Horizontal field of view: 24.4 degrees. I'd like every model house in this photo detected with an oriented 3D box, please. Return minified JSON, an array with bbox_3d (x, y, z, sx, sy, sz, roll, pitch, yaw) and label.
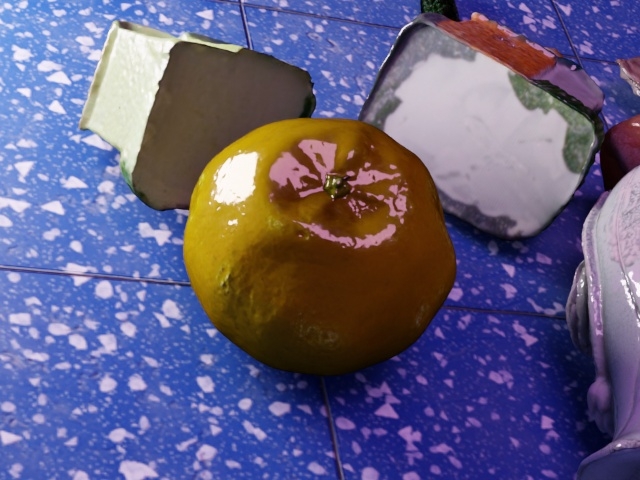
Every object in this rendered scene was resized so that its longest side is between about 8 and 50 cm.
[{"bbox_3d":[-0.149,-0.143,1.635,0.214,0.195,0.189,5,19,-41],"label":"model house"},{"bbox_3d":[0.230,-0.156,1.827,0.271,0.190,0.301,32,27,13],"label":"model house"}]

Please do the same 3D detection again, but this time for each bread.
[{"bbox_3d":[0.457,-0.099,1.812,0.244,0.190,0.123,-19,53,-10],"label":"bread"}]

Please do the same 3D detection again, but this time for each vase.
[{"bbox_3d":[0.380,0.113,1.562,0.250,0.250,0.445,21,46,-4],"label":"vase"}]

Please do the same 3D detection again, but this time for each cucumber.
[{"bbox_3d":[0.167,-0.292,1.995,0.058,0.052,0.214,27,37,-28],"label":"cucumber"}]

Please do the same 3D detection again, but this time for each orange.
[{"bbox_3d":[0.000,0.000,1.484,0.279,0.235,0.279,8,47,-8],"label":"orange"}]

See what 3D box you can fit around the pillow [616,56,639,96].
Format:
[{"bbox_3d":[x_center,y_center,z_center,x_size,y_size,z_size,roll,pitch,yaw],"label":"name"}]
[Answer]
[{"bbox_3d":[0.515,-0.221,2.091,0.248,0.049,0.135,-22,62,-45],"label":"pillow"}]
